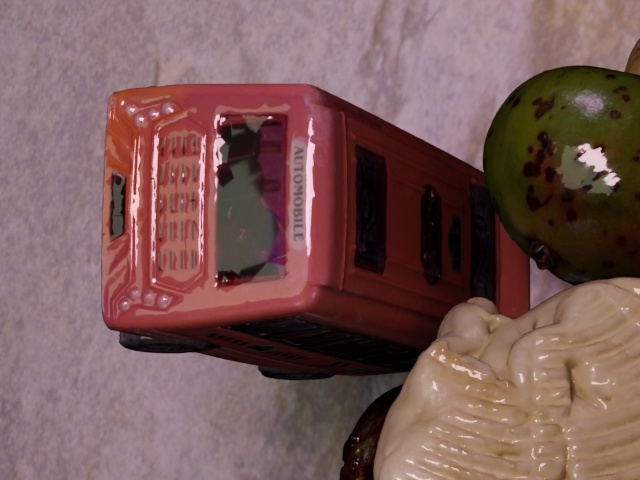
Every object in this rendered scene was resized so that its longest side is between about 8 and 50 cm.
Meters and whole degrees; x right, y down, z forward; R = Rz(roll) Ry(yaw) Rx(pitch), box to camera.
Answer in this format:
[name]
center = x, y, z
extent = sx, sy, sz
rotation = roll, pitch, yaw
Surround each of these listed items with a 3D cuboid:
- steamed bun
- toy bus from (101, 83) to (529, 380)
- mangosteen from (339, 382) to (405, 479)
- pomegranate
[steamed bun]
center = 0.195, 0.163, 1.469
extent = 0.276, 0.203, 0.289
rotation = 21, 66, 9
[toy bus]
center = 0.000, 0.000, 1.565
extent = 0.233, 0.427, 0.203
rotation = -3, 80, 25
[mangosteen]
center = 0.107, 0.197, 1.623
extent = 0.172, 0.184, 0.172
rotation = 169, 90, -79
[pomegranate]
center = 0.243, -0.072, 1.548
extent = 0.202, 0.202, 0.248
rotation = 20, 65, 38
